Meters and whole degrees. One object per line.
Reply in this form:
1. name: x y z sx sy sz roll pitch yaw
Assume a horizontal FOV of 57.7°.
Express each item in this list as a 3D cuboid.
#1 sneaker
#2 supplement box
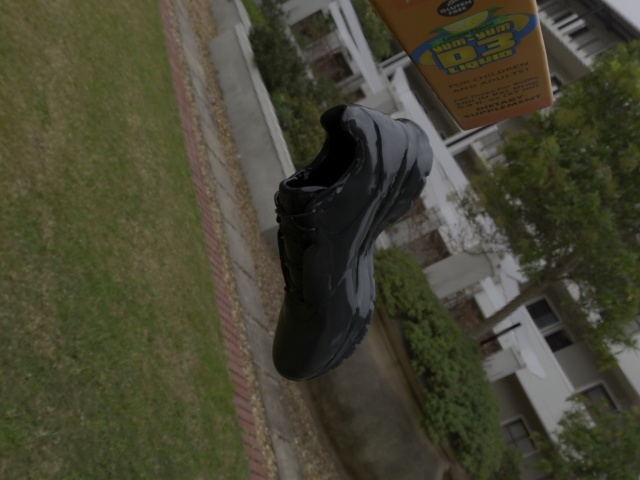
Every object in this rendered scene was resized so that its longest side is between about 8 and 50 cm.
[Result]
1. sneaker: 0.000 0.000 0.570 0.130 0.286 0.109 16 4 -44
2. supplement box: 0.092 -0.141 0.359 0.233 0.078 0.080 16 63 -63
